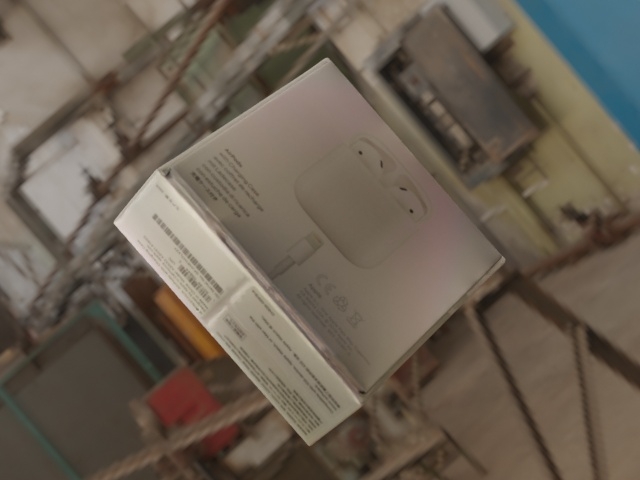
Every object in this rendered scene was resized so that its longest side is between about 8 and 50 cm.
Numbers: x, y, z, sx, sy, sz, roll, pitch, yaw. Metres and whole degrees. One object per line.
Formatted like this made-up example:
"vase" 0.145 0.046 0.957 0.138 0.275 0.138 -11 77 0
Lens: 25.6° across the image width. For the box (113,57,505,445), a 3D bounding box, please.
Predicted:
"box" 0.000 0.000 0.635 0.129 0.130 0.051 -39 -2 -45
